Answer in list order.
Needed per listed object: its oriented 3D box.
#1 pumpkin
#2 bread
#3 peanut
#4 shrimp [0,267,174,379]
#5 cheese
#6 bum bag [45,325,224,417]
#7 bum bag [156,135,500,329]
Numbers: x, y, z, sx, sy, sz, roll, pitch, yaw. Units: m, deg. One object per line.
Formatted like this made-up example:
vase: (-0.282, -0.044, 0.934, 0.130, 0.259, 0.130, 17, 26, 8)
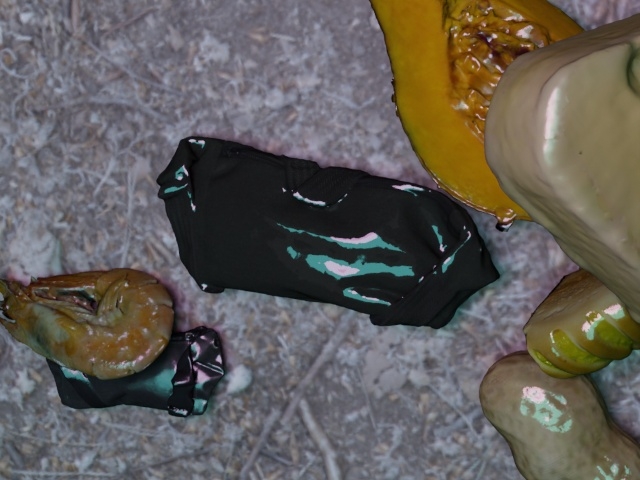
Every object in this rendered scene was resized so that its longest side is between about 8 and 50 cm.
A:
pumpkin: (0.127, -0.132, 0.905, 0.278, 0.111, 0.163, 35, 133, 4)
bread: (0.250, 0.048, 0.886, 0.083, 0.094, 0.157, 48, 64, -3)
peanut: (0.228, 0.192, 0.939, 0.104, 0.085, 0.228, -39, 90, 28)
shrimp: (-0.232, 0.069, 1.050, 0.217, 0.115, 0.051, 15, 144, 28)
cheese: (0.344, -0.080, 0.786, 0.384, 0.104, 0.383, -3, 102, -16)
bum bag: (-0.188, 0.127, 1.057, 0.198, 0.049, 0.087, 0, 94, 19)
bum bag: (0.000, 0.000, 0.969, 0.326, 0.080, 0.142, 14, 105, 16)
